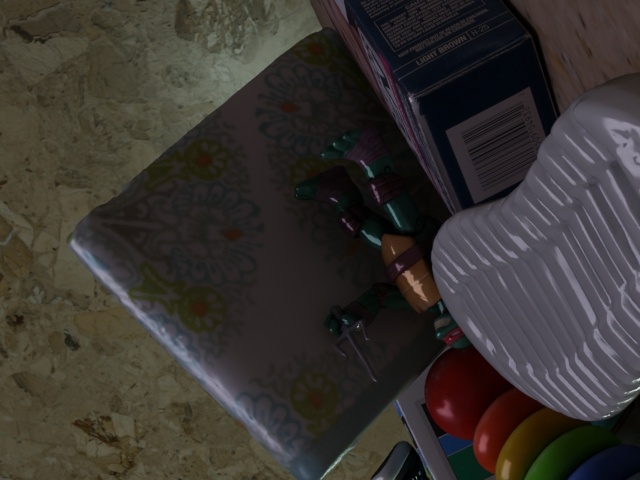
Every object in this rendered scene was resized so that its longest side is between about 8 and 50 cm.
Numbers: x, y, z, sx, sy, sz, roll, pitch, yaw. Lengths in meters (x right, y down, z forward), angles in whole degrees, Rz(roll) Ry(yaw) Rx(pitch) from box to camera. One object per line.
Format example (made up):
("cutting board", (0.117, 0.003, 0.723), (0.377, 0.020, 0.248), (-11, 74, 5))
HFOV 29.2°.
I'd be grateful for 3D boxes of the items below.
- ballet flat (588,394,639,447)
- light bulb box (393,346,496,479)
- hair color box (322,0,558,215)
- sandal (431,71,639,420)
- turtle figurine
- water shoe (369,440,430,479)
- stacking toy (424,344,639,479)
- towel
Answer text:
("ballet flat", (0.286, 0.169, 1.182), (0.068, 0.072, 0.213), (33, -174, -3))
("light bulb box", (0.197, 0.161, 1.543), (0.361, 0.225, 0.358), (64, -179, 12))
("hair color box", (0.083, -0.177, 1.055), (0.174, 0.105, 0.347), (62, -178, -44))
("sandal", (0.179, 0.014, 0.765), (0.169, 0.102, 0.416), (56, 165, 7))
("turtle figurine", (0.072, 0.023, 1.066), (0.118, 0.175, 0.234), (-14, -113, -50))
("water shoe", (0.117, 0.305, 1.533), (0.080, 0.073, 0.203), (35, 171, 18))
("stacking toy", (0.209, 0.193, 1.037), (0.330, 0.141, 0.141), (43, 167, 40))
("towel", (0.000, 0.000, 1.184), (0.320, 0.374, 0.090), (43, 152, 6))
